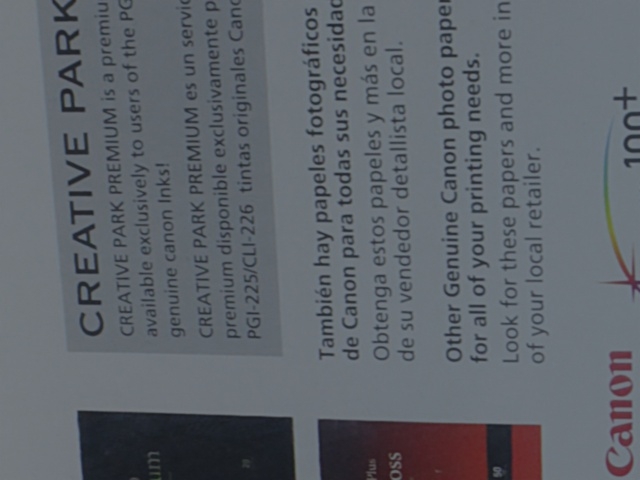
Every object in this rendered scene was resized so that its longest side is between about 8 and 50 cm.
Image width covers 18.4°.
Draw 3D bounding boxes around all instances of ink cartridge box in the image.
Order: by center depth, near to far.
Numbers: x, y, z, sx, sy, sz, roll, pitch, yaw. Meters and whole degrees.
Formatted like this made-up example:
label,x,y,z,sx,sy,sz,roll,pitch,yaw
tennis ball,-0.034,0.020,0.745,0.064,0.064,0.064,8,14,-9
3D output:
label,x,y,z,sx,sy,sz,roll,pitch,yaw
ink cartridge box,0.000,0.000,0.517,0.272,0.309,0.130,0,-165,10
